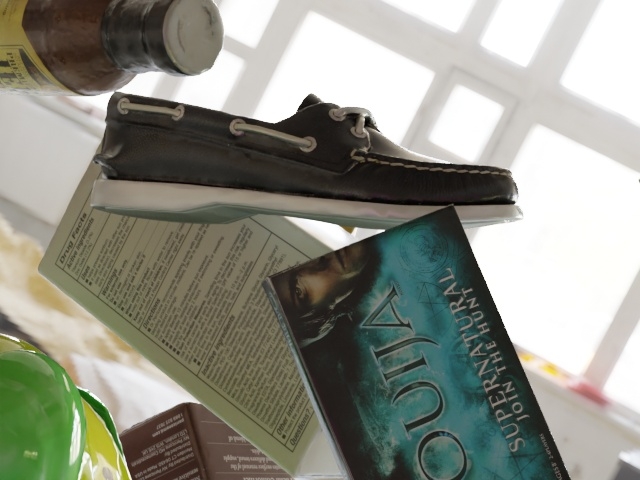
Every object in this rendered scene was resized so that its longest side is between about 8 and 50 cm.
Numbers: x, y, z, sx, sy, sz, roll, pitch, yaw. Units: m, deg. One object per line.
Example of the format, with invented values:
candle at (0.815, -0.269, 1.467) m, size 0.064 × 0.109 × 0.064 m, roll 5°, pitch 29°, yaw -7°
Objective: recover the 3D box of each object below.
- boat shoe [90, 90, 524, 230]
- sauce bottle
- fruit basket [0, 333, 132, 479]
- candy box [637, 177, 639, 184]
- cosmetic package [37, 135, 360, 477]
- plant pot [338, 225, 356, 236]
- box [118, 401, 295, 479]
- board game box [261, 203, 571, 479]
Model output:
boat shoe at (-0.012, -0.056, 0.941) m, size 0.302 × 0.091 × 0.114 m, roll 4°, pitch -4°, yaw 10°
sauce bottle at (-0.230, -0.182, 1.225) m, size 0.344 × 0.111 × 0.111 m, roll 6°, pitch -10°, yaw 43°
fruit basket at (-0.191, 0.199, 0.841) m, size 0.283 × 0.392 × 0.392 m, roll 17°, pitch 11°, yaw -41°
candy box at (0.435, -0.091, 1.296) m, size 0.071 × 0.233 × 0.159 m, roll 54°, pitch -13°, yaw -27°
cosmetic package at (-0.063, 0.038, 1.093) m, size 0.309 × 0.160 × 0.113 m, roll 35°, pitch 11°, yaw 33°
plant pot at (0.000, 0.000, 1.674) m, size 0.081 × 0.081 × 0.083 m, roll 17°, pitch 26°, yaw -2°
box at (-0.108, 0.399, 1.719) m, size 0.191 × 0.143 × 0.381 m, roll 14°, pitch 54°, yaw -56°
board game box at (0.057, 0.086, 0.826) m, size 0.026 × 0.126 × 0.186 m, roll 134°, pitch -66°, yaw -74°
